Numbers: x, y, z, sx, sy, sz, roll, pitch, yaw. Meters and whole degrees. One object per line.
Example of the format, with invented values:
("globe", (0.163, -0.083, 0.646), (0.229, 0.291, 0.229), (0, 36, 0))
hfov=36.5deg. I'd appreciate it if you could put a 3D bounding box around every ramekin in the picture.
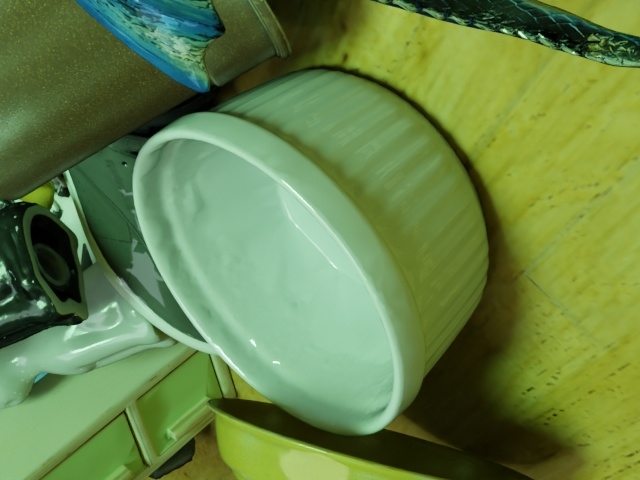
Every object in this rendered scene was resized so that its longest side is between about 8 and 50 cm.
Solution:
("ramekin", (0.000, 0.000, 0.562), (0.207, 0.109, 0.207), (33, 146, 27))

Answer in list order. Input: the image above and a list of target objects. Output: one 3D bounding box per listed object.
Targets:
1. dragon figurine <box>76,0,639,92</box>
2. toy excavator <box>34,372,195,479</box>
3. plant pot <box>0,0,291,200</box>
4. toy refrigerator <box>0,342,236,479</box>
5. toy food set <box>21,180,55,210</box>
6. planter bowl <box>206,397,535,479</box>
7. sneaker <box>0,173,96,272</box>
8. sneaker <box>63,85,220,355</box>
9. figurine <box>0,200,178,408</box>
("dragon figurine", (-0.036, -0.109, 0.303), (0.289, 0.144, 0.085), (45, 149, 8))
("toy excavator", (-0.377, 0.082, 1.088), (0.433, 0.222, 0.445), (-12, 99, 57))
("plant pot", (-0.129, -0.117, 0.492), (0.167, 0.165, 0.167), (55, 180, 0))
("toy refrigerator", (-0.203, 0.173, 0.849), (0.094, 0.269, 0.102), (24, 139, 37))
("toy food set", (-0.273, -0.097, 0.671), (0.218, 0.071, 0.128), (29, 180, -24))
("planter bowl", (0.023, 0.169, 0.609), (0.217, 0.090, 0.217), (15, 175, 1))
("sneaker", (-0.229, -0.007, 0.821), (0.122, 0.146, 0.330), (38, 145, 23))
("sneaker", (-0.105, -0.047, 0.649), (0.147, 0.104, 0.296), (-9, 111, 61))
("figurine", (-0.242, 0.071, 0.740), (0.215, 0.209, 0.092), (32, -145, -66))
